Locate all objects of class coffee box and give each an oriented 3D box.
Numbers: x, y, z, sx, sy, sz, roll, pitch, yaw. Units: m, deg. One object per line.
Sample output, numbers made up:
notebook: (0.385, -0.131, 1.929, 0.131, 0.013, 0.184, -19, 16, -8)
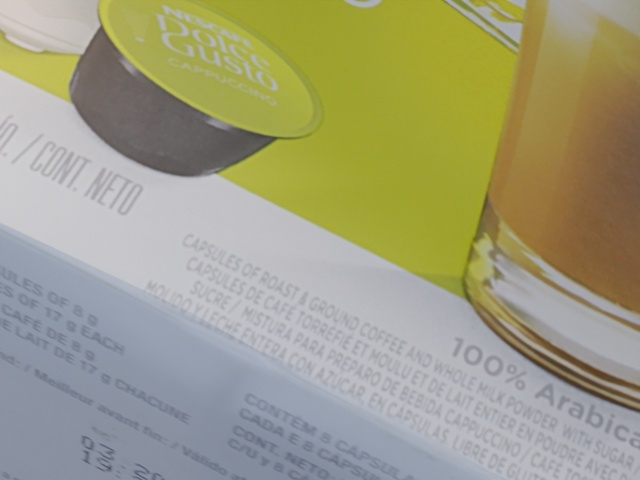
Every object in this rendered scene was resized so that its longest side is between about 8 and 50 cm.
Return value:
coffee box: (0.000, 0.000, 0.603, 0.338, 0.334, 0.338, 27, 143, 3)
